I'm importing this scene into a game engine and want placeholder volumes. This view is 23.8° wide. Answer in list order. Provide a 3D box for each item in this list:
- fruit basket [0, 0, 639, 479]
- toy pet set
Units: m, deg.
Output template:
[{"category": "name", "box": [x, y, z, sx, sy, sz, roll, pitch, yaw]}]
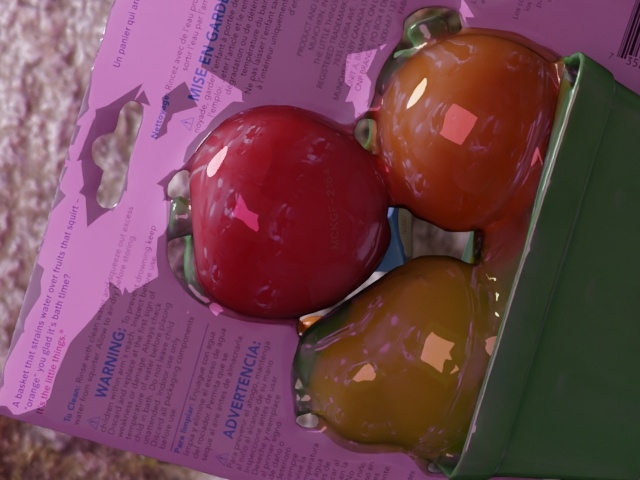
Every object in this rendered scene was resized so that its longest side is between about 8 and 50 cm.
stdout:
[{"category": "fruit basket", "box": [0.032, -0.010, 0.854, 0.353, 0.165, 0.327, 16, 90, 1]}, {"category": "toy pet set", "box": [0.000, 0.000, 0.961, 0.114, 0.065, 0.122, -2, 84, 19]}]
